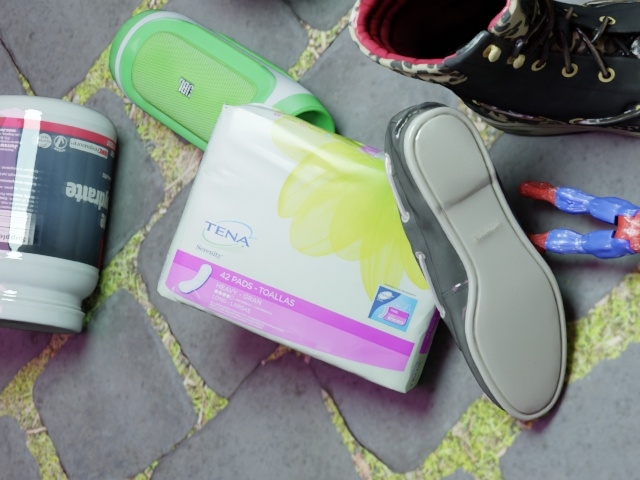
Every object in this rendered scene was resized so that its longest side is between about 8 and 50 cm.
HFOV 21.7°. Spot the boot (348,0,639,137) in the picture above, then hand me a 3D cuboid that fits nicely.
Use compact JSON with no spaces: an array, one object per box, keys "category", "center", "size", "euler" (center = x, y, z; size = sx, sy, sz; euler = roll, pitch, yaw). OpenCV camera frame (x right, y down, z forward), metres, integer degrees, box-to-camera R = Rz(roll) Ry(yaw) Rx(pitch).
[{"category":"boot","center":[0.240,-0.190,1.572],"size":[0.377,0.284,0.138],"euler":[0,80,38]}]

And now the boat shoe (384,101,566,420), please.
[{"category":"boat shoe","center":[0.154,0.017,1.661],"size":[0.335,0.112,0.095],"euler":[68,165,-13]}]

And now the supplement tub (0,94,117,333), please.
[{"category":"supplement tub","center":[-0.360,-0.030,2.057],"size":[0.191,0.191,0.272],"euler":[1,80,38]}]

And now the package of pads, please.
[{"category":"package of pads","center":[0.000,0.000,1.758],"size":[0.296,0.101,0.229],"euler":[21,94,8]}]

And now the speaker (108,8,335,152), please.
[{"category":"speaker","center":[-0.118,-0.167,1.946],"size":[0.296,0.131,0.131],"euler":[34,101,37]}]

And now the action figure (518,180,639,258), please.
[{"category":"action figure","center":[0.320,-0.005,1.607],"size":[0.280,0.139,0.091],"euler":[11,89,61]}]
